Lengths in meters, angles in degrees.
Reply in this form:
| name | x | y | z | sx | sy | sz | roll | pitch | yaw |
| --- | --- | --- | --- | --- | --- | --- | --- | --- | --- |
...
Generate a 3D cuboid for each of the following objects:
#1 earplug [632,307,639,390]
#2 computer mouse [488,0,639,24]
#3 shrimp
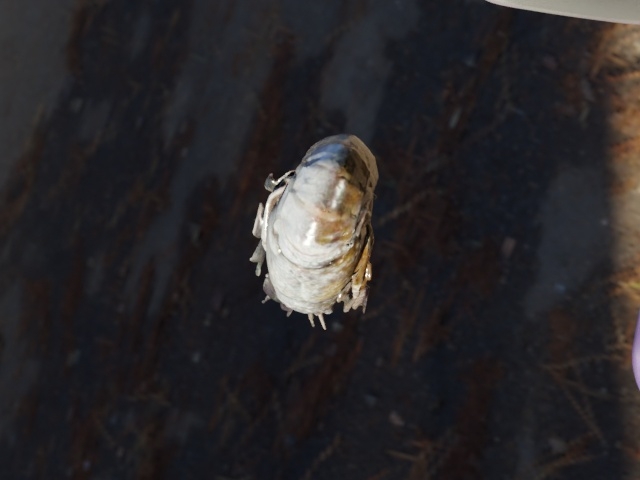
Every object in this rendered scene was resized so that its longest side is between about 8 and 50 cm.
| name | x | y | z | sx | sy | sz | roll | pitch | yaw |
| --- | --- | --- | --- | --- | --- | --- | --- | --- | --- |
| earplug | 0.448 | -0.017 | 1.609 | 0.215 | 0.215 | 0.456 | 10 | 83 | 58 |
| computer mouse | 0.239 | -0.266 | 1.424 | 0.057 | 0.232 | 0.120 | -148 | 66 | -71 |
| shrimp | -0.006 | 0.004 | 1.448 | 0.343 | 0.116 | 0.145 | 107 | 169 | -65 |
